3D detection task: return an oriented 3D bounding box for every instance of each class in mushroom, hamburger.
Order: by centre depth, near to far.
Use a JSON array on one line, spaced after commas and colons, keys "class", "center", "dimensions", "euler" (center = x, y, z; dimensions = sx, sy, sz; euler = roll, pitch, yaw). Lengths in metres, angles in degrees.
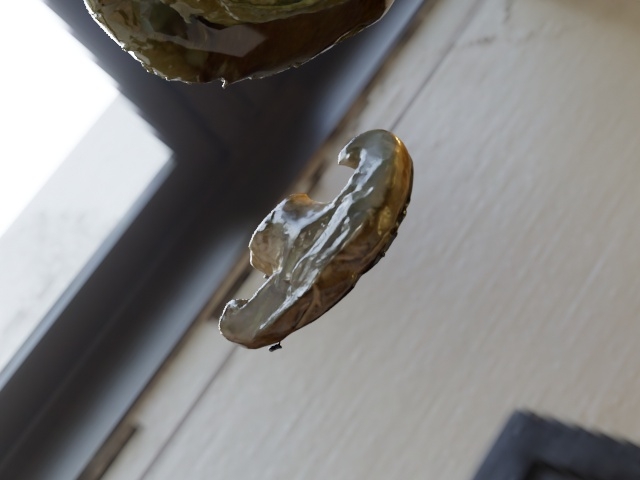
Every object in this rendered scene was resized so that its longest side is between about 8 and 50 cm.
[{"class": "mushroom", "center": [0.000, 0.000, 0.719], "dimensions": [0.049, 0.101, 0.019], "euler": [23, -21, 41]}, {"class": "hamburger", "center": [-0.031, -0.208, 1.167], "dimensions": [0.132, 0.309, 0.211], "euler": [7, -60, 55]}]
